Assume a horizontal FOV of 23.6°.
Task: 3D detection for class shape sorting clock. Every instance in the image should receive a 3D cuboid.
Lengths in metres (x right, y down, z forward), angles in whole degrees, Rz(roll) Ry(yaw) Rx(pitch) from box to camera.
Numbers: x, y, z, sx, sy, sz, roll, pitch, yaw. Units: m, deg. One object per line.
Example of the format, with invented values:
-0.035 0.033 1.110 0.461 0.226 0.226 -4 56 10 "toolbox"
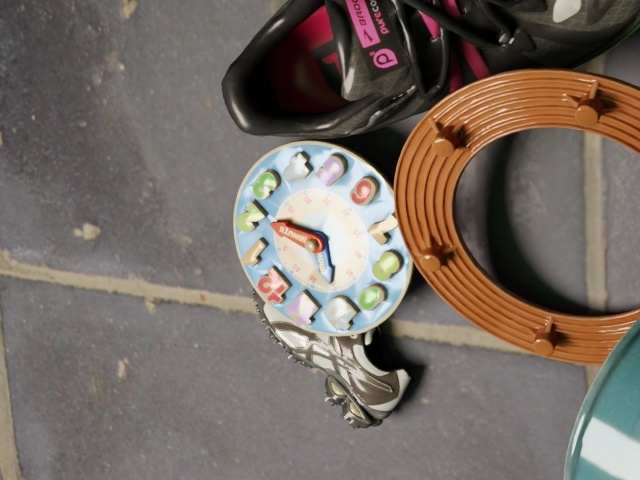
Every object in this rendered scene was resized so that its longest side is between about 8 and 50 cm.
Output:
0.000 0.000 1.543 0.206 0.040 0.206 13 116 28 "shape sorting clock"

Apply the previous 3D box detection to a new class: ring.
0.224 -0.007 1.392 0.337 0.032 0.336 14 132 16 "ring"

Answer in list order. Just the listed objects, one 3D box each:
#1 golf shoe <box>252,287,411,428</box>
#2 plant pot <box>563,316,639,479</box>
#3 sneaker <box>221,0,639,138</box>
0.015 0.103 1.622 0.198 0.077 0.094 46 107 9 "golf shoe"
0.385 0.197 1.244 0.255 0.272 0.271 30 122 44 "plant pot"
0.108 -0.194 1.368 0.483 0.202 0.185 -27 92 36 "sneaker"
